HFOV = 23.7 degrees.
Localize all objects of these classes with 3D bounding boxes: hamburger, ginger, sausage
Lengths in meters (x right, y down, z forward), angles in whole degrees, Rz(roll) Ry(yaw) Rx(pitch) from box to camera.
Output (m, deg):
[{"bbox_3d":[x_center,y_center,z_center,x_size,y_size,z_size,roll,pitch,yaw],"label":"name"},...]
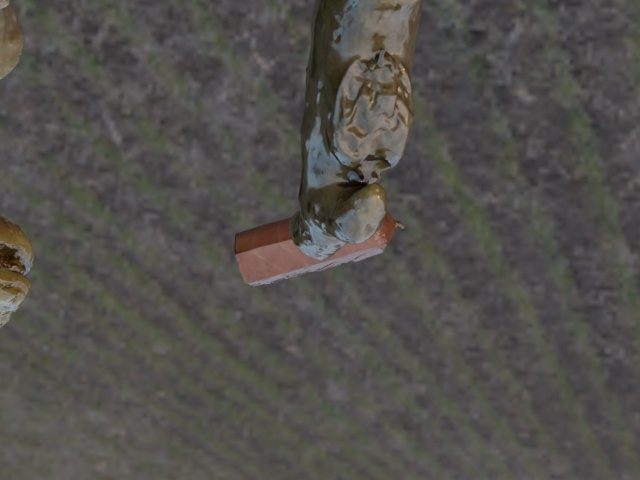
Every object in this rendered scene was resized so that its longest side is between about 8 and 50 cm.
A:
[{"bbox_3d":[-0.524,0.036,2.071,0.260,0.144,0.283,8,158,-29],"label":"hamburger"},{"bbox_3d":[0.025,-0.105,1.107,0.080,0.166,0.333,8,119,-14],"label":"ginger"},{"bbox_3d":[0.000,0.000,1.557,0.169,0.065,0.065,-15,157,12],"label":"sausage"}]

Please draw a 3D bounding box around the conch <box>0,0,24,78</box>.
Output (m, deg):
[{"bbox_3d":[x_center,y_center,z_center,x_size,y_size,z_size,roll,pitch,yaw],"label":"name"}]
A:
[{"bbox_3d":[-0.266,-0.261,1.032,0.186,0.263,0.324,-17,114,28],"label":"conch"}]
